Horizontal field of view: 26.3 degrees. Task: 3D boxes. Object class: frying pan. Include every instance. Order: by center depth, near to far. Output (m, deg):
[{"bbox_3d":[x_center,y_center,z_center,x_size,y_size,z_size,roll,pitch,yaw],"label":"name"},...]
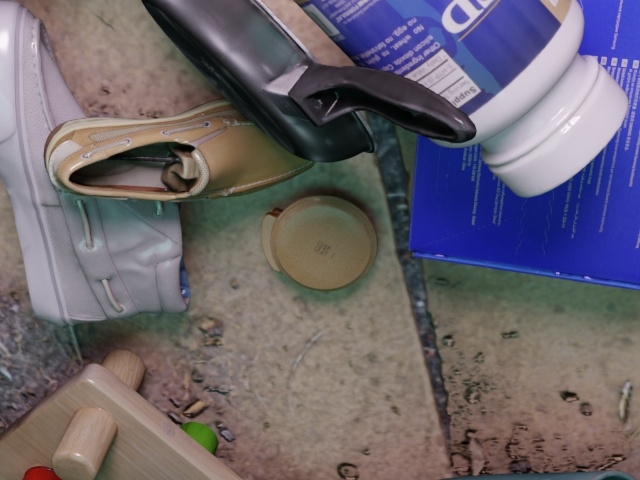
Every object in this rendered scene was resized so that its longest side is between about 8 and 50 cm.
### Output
[{"bbox_3d":[-0.006,-0.080,0.788,0.053,0.326,0.197,-45,143,-3],"label":"frying pan"}]

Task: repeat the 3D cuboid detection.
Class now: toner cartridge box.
[{"bbox_3d":[0.149,-0.138,0.825,0.165,0.075,0.348,8,126,8],"label":"toner cartridge box"}]

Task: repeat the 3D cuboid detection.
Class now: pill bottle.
[{"bbox_3d":[0.076,-0.116,0.743,0.186,0.112,0.112,44,123,-16],"label":"pill bottle"}]

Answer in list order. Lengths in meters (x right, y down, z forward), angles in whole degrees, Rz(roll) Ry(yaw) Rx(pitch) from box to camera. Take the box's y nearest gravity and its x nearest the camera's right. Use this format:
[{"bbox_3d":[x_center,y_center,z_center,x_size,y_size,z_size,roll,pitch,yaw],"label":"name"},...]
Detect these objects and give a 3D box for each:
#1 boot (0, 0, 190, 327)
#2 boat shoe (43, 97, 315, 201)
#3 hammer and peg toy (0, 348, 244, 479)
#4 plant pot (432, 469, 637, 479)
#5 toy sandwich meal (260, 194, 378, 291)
[{"bbox_3d":[-0.155,-0.053,0.964,0.123,0.095,0.258,-4,127,2],"label":"boot"},{"bbox_3d":[-0.082,-0.050,0.900,0.190,0.072,0.068,-10,112,-17],"label":"boat shoe"},{"bbox_3d":[-0.209,0.205,1.123,0.361,0.127,0.266,41,126,-15],"label":"hammer and peg toy"},{"bbox_3d":[0.108,0.313,1.034,0.235,0.293,0.293,-2,125,34],"label":"plant pot"},{"bbox_3d":[0.000,0.000,0.989,0.085,0.029,0.086,2,116,4],"label":"toy sandwich meal"}]
